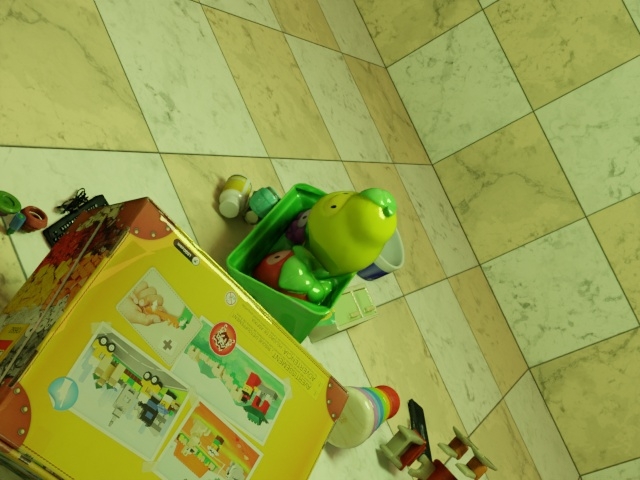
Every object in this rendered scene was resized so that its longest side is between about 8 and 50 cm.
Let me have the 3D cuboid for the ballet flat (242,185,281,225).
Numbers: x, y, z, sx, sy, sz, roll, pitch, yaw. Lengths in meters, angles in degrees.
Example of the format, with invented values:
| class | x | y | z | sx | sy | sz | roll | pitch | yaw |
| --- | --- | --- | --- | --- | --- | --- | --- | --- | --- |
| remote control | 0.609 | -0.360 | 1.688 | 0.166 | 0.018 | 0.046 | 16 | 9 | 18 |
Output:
| class | x | y | z | sx | sy | sz | roll | pitch | yaw |
| --- | --- | --- | --- | --- | --- | --- | --- | --- | --- |
| ballet flat | -0.151 | -0.079 | 1.905 | 0.083 | 0.087 | 0.247 | 50 | -8 | -2 |

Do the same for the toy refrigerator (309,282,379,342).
| class | x | y | z | sx | sy | sz | roll | pitch | yaw |
| --- | --- | --- | --- | --- | --- | --- | --- | --- | --- |
| toy refrigerator | 0.054 | 0.184 | 2.048 | 0.269 | 0.094 | 0.102 | -6 | 70 | -64 |

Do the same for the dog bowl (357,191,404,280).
| class | x | y | z | sx | sy | sz | roll | pitch | yaw |
| --- | --- | --- | --- | --- | --- | --- | --- | --- | --- |
| dog bowl | 0.147 | -0.013 | 2.408 | 0.265 | 0.104 | 0.264 | 43 | 31 | -36 |

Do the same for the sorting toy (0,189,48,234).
| class | x | y | z | sx | sy | sz | roll | pitch | yaw |
| --- | --- | --- | --- | --- | --- | --- | --- | --- | --- |
| sorting toy | -0.501 | -0.038 | 1.283 | 0.102 | 0.042 | 0.061 | 29 | 24 | -32 |

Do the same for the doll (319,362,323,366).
| class | x | y | z | sx | sy | sz | roll | pitch | yaw |
| --- | --- | --- | --- | --- | --- | --- | --- | --- | --- |
| doll | -0.044 | 0.324 | 1.776 | 0.189 | 0.046 | 0.129 | 6 | 59 | -61 |

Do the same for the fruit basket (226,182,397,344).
| class | x | y | z | sx | sy | sz | roll | pitch | yaw |
| --- | --- | --- | --- | --- | --- | --- | --- | --- | --- |
| fruit basket | 0.000 | 0.000 | 1.694 | 0.283 | 0.392 | 0.392 | 27 | 24 | 10 |

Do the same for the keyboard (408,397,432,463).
| class | x | y | z | sx | sy | sz | roll | pitch | yaw |
| --- | --- | --- | --- | --- | --- | --- | --- | --- | --- |
| keyboard | 0.275 | 0.537 | 2.205 | 0.108 | 0.023 | 0.180 | 46 | 28 | -45 |

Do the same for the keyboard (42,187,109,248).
| class | x | y | z | sx | sy | sz | roll | pitch | yaw |
| --- | --- | --- | --- | --- | --- | --- | --- | --- | --- |
| keyboard | -0.428 | -0.038 | 1.415 | 0.100 | 0.038 | 0.192 | 56 | 25 | -12 |

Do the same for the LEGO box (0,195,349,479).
| class | x | y | z | sx | sy | sz | roll | pitch | yaw |
| --- | --- | --- | --- | --- | --- | --- | --- | --- | --- |
| LEGO box | -0.234 | 0.242 | 1.160 | 0.500 | 0.193 | 0.372 | 48 | 56 | -28 |

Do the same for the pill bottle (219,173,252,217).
| class | x | y | z | sx | sy | sz | roll | pitch | yaw |
| --- | --- | --- | --- | --- | --- | --- | --- | --- | --- |
| pill bottle | -0.206 | -0.105 | 1.872 | 0.065 | 0.065 | 0.116 | 51 | 27 | -23 |

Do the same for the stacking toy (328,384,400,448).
| class | x | y | z | sx | sy | sz | roll | pitch | yaw |
| --- | --- | --- | --- | --- | --- | --- | --- | --- | --- |
| stacking toy | 0.116 | 0.414 | 1.909 | 0.330 | 0.141 | 0.141 | 12 | 55 | -65 |

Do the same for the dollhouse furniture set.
| class | x | y | z | sx | sy | sz | roll | pitch | yaw |
| --- | --- | --- | --- | --- | --- | --- | --- | --- | --- |
| dollhouse furniture set | 0.271 | 0.576 | 1.916 | 0.135 | 0.262 | 0.259 | 43 | 0 | -40 |

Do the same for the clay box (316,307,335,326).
| class | x | y | z | sx | sy | sz | roll | pitch | yaw |
| --- | --- | --- | --- | --- | --- | --- | --- | --- | --- |
| clay box | -0.039 | 0.121 | 1.895 | 0.053 | 0.128 | 0.222 | 95 | -11 | -57 |
